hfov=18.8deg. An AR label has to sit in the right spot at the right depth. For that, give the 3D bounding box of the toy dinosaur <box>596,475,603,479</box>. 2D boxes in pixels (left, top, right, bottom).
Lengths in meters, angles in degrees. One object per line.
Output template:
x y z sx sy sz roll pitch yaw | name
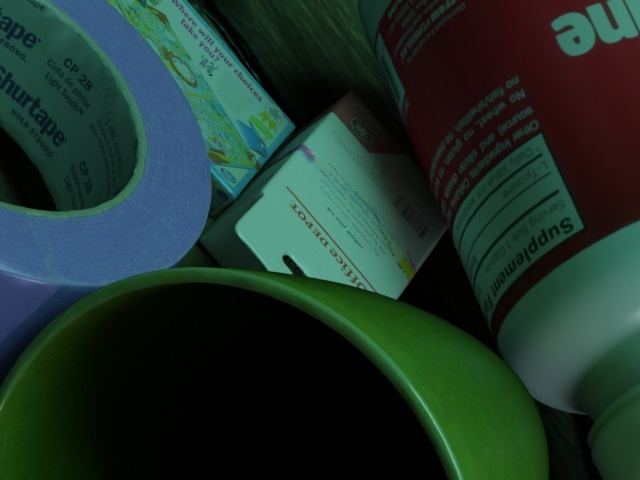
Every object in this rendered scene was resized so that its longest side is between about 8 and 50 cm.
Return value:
0.148 0.234 1.229 0.160 0.121 0.313 50 40 13 | toy dinosaur

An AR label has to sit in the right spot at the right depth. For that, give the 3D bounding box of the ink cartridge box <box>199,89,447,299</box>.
0.000 0.000 1.253 0.115 0.067 0.198 50 36 -7 | ink cartridge box

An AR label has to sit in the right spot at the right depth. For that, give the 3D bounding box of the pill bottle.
0.192 -0.037 1.246 0.229 0.229 0.408 6 54 -45 | pill bottle

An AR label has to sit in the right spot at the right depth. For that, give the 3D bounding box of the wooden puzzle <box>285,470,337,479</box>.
0.004 0.160 1.188 0.049 0.006 0.083 -25 83 -53 | wooden puzzle

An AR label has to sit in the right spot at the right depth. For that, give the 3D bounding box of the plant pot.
0.010 0.135 1.033 0.275 0.275 0.293 62 26 8 | plant pot

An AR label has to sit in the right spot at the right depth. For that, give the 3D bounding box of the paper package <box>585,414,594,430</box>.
0.396 0.090 1.408 0.309 0.325 0.168 9 56 -43 | paper package

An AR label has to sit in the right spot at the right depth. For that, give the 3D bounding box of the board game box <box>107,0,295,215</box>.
-0.093 -0.102 1.261 0.154 0.026 0.103 49 38 -9 | board game box

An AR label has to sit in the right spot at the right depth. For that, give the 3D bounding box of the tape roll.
-0.195 -0.057 1.020 0.275 0.090 0.275 27 36 -21 | tape roll
